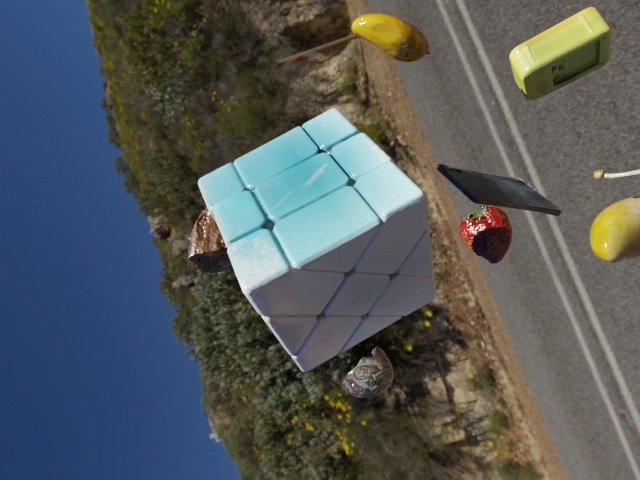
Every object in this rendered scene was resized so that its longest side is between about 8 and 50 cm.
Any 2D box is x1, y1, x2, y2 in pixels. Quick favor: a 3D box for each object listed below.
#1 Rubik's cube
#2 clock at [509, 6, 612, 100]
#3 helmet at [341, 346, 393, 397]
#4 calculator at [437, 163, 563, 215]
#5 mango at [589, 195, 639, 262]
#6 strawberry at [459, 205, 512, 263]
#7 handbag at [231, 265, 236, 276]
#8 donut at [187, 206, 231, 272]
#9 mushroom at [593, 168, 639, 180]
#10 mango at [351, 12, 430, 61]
[{"bbox_3d":[0.000,0.000,0.847,0.316,0.322,0.318,58,174,41],"label":"Rubik's cube"},{"bbox_3d":[0.581,-0.448,1.064,0.143,0.202,0.096,27,-138,-57],"label":"clock"},{"bbox_3d":[0.166,0.441,1.394,0.107,0.177,0.153,40,141,29],"label":"helmet"},{"bbox_3d":[0.395,-0.113,0.967,0.161,0.262,0.021,-115,38,-50],"label":"calculator"},{"bbox_3d":[1.149,-0.035,1.634,0.221,0.384,0.199,63,157,-10],"label":"mango"},{"bbox_3d":[0.460,-0.021,1.194,0.148,0.131,0.131,52,-178,1],"label":"strawberry"},{"bbox_3d":[-0.173,-0.028,1.404,0.118,0.326,0.269,45,-155,-40],"label":"handbag"},{"bbox_3d":[-0.258,-0.019,1.139,0.126,0.144,0.186,81,-177,-56],"label":"donut"},{"bbox_3d":[1.109,-0.249,1.485,0.043,0.306,0.068,52,-142,-44],"label":"mushroom"},{"bbox_3d":[0.166,-0.469,1.003,0.098,0.190,0.075,155,136,-77],"label":"mango"}]
